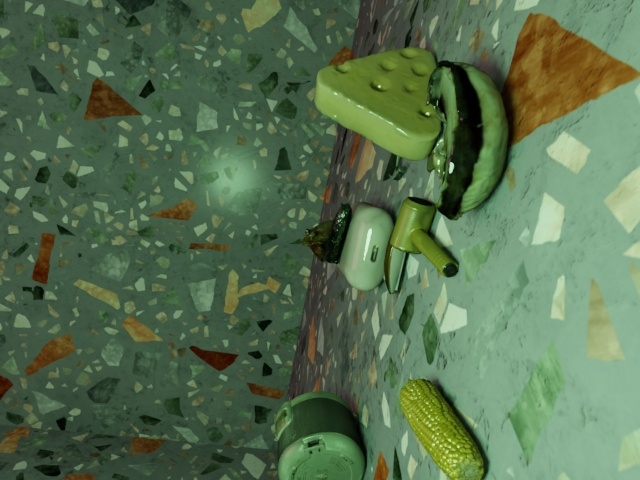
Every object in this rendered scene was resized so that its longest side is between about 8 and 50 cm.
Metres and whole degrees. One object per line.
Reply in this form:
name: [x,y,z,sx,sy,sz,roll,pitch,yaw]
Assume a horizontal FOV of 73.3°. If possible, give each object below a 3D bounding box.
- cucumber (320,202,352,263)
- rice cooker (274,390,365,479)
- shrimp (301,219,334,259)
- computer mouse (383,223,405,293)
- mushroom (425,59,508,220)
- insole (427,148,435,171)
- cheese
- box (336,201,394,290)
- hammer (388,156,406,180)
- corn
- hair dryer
cucumber: [0.057,-0.017,1.482,0.067,0.067,0.245,-94,16,-58]
rice cooker: [-0.010,0.662,1.399,0.277,0.288,0.288,-111,31,-70]
shrimp: [0.001,0.000,1.538,0.294,0.062,0.154,-3,-72,-63]
computer mouse: [0.221,0.037,1.269,0.126,0.056,0.245,-57,-23,-76]
mushroom: [0.298,-0.215,0.892,0.247,0.130,0.344,84,-170,-55]
insole: [0.326,-0.244,1.099,0.253,0.005,0.086,123,155,-70]
cheese: [0.212,-0.436,1.256,0.104,0.384,0.384,100,176,-60]
box: [0.149,0.012,1.530,0.349,0.141,0.288,-125,44,-78]
hammer: [0.272,-0.321,1.478,0.103,0.029,0.246,125,155,-69]
corn: [0.224,0.358,0.829,0.260,0.091,0.091,-127,11,-78]
hair dryer: [0.262,-0.003,1.051,0.278,0.090,0.135,-114,36,-64]
